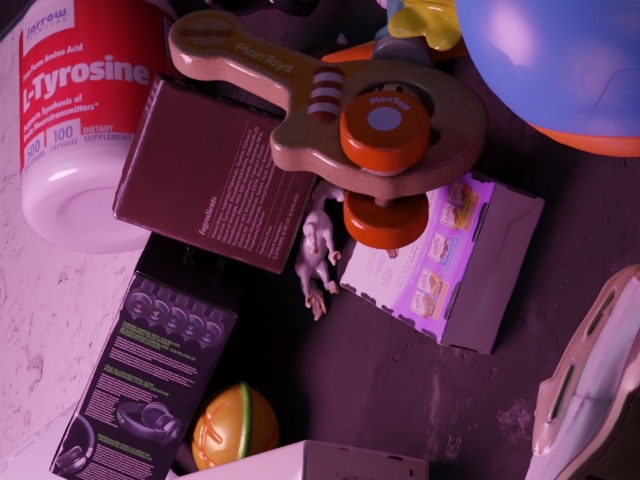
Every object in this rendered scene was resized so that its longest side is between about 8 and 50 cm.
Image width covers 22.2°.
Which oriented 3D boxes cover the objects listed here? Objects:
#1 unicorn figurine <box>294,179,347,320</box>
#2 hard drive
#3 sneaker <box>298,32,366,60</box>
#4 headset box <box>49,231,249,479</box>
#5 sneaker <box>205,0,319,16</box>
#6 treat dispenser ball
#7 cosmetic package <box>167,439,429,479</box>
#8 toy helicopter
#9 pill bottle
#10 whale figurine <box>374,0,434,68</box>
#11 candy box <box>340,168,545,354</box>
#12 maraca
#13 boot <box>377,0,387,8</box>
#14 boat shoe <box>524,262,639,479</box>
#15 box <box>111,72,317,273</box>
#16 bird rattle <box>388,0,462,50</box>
[{"bbox_3d":[0.000,0.000,1.840,0.111,0.060,0.162,-106,36,-55],"label":"unicorn figurine"},{"bbox_3d":[-0.306,0.320,2.103,0.203,0.040,0.307,-38,32,-12],"label":"hard drive"},{"bbox_3d":[0.014,-0.160,1.856,0.106,0.123,0.290,-29,16,-4],"label":"sneaker"},{"bbox_3d":[-0.191,0.132,1.931,0.246,0.131,0.283,-84,18,-74],"label":"headset box"},{"bbox_3d":[-0.122,-0.397,2.085,0.483,0.185,0.202,35,106,59],"label":"sneaker"},{"bbox_3d":[0.253,-0.212,1.328,0.288,0.288,0.288,-29,54,49],"label":"treat dispenser ball"},{"bbox_3d":[-0.042,0.294,1.695,0.309,0.160,0.113,-27,56,51],"label":"cosmetic package"},{"bbox_3d":[0.008,-0.160,1.625,0.355,0.235,0.140,26,145,24],"label":"toy helicopter"},{"bbox_3d":[-0.295,-0.206,2.226,0.229,0.229,0.407,-40,46,42],"label":"pill bottle"},{"bbox_3d":[0.117,-0.277,1.703,0.272,0.141,0.216,-55,38,34],"label":"whale figurine"},{"bbox_3d":[0.119,0.003,1.650,0.196,0.070,0.165,29,102,56],"label":"candy box"},{"bbox_3d":[-0.103,0.232,1.878,0.185,0.099,0.127,123,155,-62],"label":"maraca"},{"bbox_3d":[0.041,-0.391,1.844,0.095,0.123,0.258,117,156,-85],"label":"boot"},{"bbox_3d":[0.237,0.161,1.378,0.302,0.113,0.103,-60,32,3],"label":"boat shoe"},{"bbox_3d":[-0.118,-0.080,1.880,0.168,0.203,0.167,-130,60,-78],"label":"box"},{"bbox_3d":[0.165,-0.295,1.536,0.143,0.253,0.207,76,178,-75],"label":"bird rattle"}]
